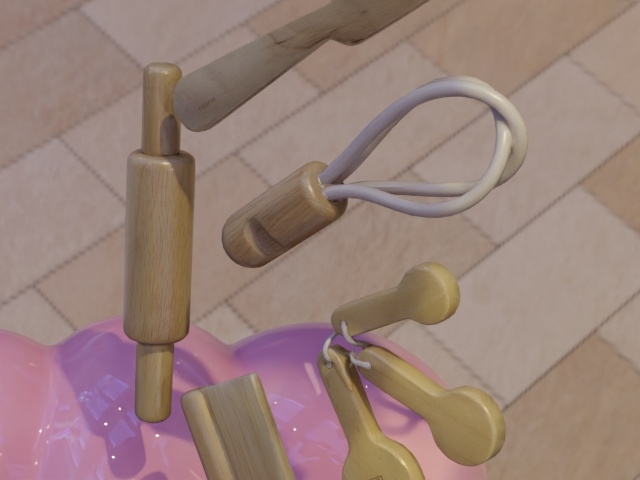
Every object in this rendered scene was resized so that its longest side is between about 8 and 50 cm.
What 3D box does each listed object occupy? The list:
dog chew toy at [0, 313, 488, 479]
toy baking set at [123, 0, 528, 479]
[{"bbox_3d":[-0.082,0.132,0.776,0.331,0.206,0.207,12,54,-15],"label":"dog chew toy"},{"bbox_3d":[-0.006,0.000,0.581,0.196,0.256,0.030,10,16,35],"label":"toy baking set"}]
